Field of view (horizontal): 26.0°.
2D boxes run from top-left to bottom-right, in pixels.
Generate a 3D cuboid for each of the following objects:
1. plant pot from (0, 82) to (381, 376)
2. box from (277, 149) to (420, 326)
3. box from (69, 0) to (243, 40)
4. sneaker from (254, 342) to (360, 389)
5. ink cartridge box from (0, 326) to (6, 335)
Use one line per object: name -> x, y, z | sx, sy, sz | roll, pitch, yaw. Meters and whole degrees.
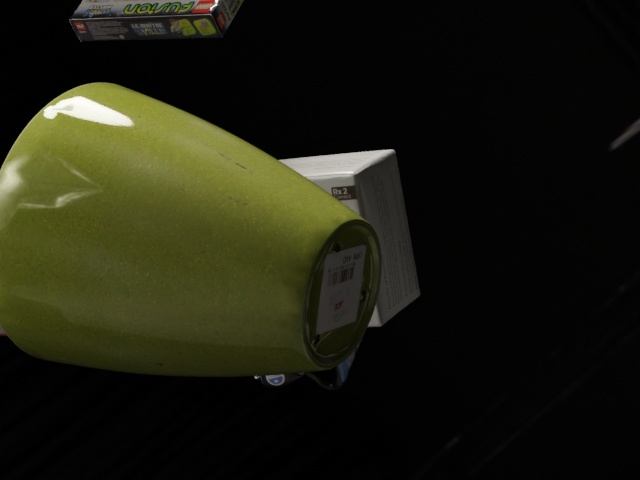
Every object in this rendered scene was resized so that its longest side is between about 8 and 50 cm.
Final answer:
plant pot -> -0.104, 0.015, 1.263 | 0.293, 0.275, 0.275 | 14, -52, 30
box -> 0.000, 0.000, 1.586 | 0.181, 0.119, 0.182 | -3, -76, 29
box -> -0.193, -0.295, 1.690 | 0.207, 0.114, 0.036 | 3, -41, 27
sneaker -> -0.067, 0.134, 2.041 | 0.330, 0.147, 0.130 | 26, -28, -33
ink cartridge box -> -0.326, -0.029, 1.662 | 0.117, 0.283, 0.207 | 41, -20, -17
